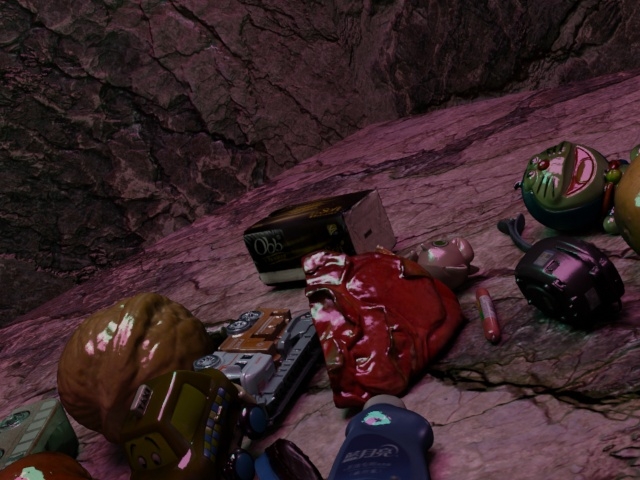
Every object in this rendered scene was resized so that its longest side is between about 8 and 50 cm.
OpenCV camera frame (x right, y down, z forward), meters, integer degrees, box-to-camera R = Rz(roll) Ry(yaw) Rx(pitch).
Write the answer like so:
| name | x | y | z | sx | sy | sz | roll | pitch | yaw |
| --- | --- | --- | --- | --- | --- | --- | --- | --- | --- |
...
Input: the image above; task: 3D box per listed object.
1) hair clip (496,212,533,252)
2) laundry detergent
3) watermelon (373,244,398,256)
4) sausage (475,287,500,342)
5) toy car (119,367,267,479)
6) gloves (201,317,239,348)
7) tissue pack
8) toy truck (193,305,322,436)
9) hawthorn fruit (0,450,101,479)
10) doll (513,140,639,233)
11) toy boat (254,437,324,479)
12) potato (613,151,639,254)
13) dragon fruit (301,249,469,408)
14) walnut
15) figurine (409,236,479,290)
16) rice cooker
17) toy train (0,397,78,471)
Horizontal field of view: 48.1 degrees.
| name | x | y | z | sx | sy | sz | roll | pitch | yaw |
| --- | --- | --- | --- | --- | --- | --- | --- | --- | --- |
| hair clip | 0.465 | -0.003 | 1.650 | 0.070 | 0.039 | 0.229 | -20 | 20 | 8 |
| laundry detergent | 0.088 | 0.305 | 1.011 | 0.143 | 0.094 | 0.290 | -16 | 17 | 14 |
| watermelon | 0.162 | 0.052 | 1.757 | 0.135 | 0.094 | 0.125 | -4 | 16 | 38 |
| sausage | 0.319 | 0.139 | 1.370 | 0.029 | 0.029 | 0.223 | -19 | 16 | 13 |
| toy car | -0.225 | 0.308 | 1.136 | 0.204 | 0.198 | 0.248 | -23 | 35 | 30 |
| gloves | -0.310 | 0.247 | 1.746 | 0.268 | 0.107 | 0.135 | -22 | -15 | 8 |
| tissue pack | 0.000 | 0.000 | 1.953 | 0.370 | 0.198 | 0.210 | -9 | 16 | 37 |
| toy truck | -0.115 | 0.250 | 1.412 | 0.184 | 0.133 | 0.338 | -5 | 19 | 21 |
| hawthorn fruit | -0.399 | 0.433 | 0.996 | 0.258 | 0.258 | 0.262 | -2 | 57 | 51 |
| doll | 0.585 | -0.113 | 1.581 | 0.322 | 0.186 | 0.199 | 11 | 64 | 33 |
| toy boat | -0.052 | 0.364 | 1.041 | 0.097 | 0.100 | 0.223 | -60 | 15 | -3 |
| potato | 0.650 | -0.122 | 1.292 | 0.296 | 0.290 | 0.397 | -22 | 35 | 9 |
| dragon fruit | 0.105 | 0.132 | 1.326 | 0.286 | 0.228 | 0.329 | -15 | 15 | 17 |
| walnut | -0.366 | 0.259 | 1.438 | 0.332 | 0.333 | 0.333 | -20 | 16 | 6 |
| figurine | 0.269 | 0.051 | 1.563 | 0.138 | 0.125 | 0.125 | 6 | 28 | 29 |
| rice cooker | 0.430 | 0.070 | 1.250 | 0.118 | 0.142 | 0.203 | -39 | 19 | -13 |
| toy train | -0.594 | 0.434 | 1.452 | 0.159 | 0.129 | 0.326 | -16 | 15 | 1 |
